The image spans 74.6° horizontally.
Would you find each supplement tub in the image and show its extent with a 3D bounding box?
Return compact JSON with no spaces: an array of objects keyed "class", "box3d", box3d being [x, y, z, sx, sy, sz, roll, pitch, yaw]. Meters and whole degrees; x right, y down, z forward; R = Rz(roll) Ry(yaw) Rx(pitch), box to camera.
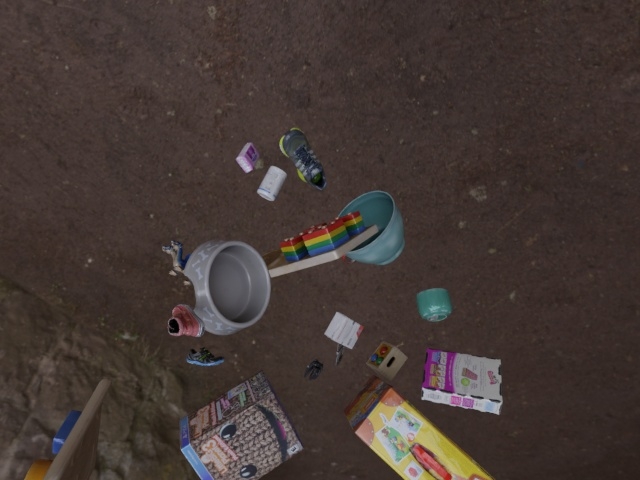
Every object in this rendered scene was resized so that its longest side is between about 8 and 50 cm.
[{"class":"supplement tub","box3d":[-0.171,-0.201,1.488,0.070,0.107,0.071,26,170,5]}]

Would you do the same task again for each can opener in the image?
[{"class":"can opener","box3d":[-0.037,0.555,1.788,0.059,0.073,0.186,36,146,3]}]

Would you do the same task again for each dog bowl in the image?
[{"class":"dog bowl","box3d":[-0.316,0.158,1.502,0.102,0.349,0.349,-12,134,35]}]

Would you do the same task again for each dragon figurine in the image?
[{"class":"dragon figurine","box3d":[-0.586,0.117,1.893,0.289,0.144,0.085,38,126,-24]}]

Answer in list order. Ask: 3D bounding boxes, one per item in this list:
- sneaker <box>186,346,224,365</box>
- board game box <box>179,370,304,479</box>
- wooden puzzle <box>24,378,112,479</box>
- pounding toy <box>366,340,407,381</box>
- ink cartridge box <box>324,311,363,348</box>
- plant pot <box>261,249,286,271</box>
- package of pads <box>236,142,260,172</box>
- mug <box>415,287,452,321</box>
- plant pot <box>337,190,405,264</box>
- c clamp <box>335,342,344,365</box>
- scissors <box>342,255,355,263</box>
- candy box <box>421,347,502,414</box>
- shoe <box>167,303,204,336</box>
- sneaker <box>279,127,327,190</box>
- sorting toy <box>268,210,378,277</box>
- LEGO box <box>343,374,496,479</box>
[{"class":"sneaker","box3d":[-0.533,0.536,1.943,0.187,0.078,0.067,2,168,18]},{"class":"board game box","box3d":[-0.238,0.588,1.273,0.290,0.141,0.232,-29,109,-12]},{"class":"wooden puzzle","box3d":[-0.606,0.551,0.981,0.080,0.322,0.348,16,107,-11]},{"class":"pounding toy","box3d":[0.286,0.495,1.851,0.094,0.181,0.206,43,167,-10]},{"class":"ink cartridge box","box3d":[0.090,0.339,1.584,0.056,0.099,0.135,24,170,43]},{"class":"plant pot","box3d":[-0.250,0.105,1.877,0.236,0.236,0.033,-21,108,24]},{"class":"package of pads","box3d":[-0.202,-0.233,1.175,0.031,0.083,0.050,-16,125,24]},{"class":"mug","box3d":[0.450,0.257,1.626,0.157,0.098,0.129,17,144,-32]},{"class":"plant pot","box3d":[0.215,-0.023,1.677,0.292,0.293,0.196,-26,129,27]},{"class":"c clamp","box3d":[0.109,0.605,2.276,0.022,0.138,0.160,10,180,16]},{"class":"scissors","box3d":[0.192,0.087,1.973,0.109,0.021,0.297,-50,146,5]},{"class":"candy box","box3d":[0.445,0.441,1.330,0.233,0.159,0.071,5,129,18]},{"class":"shoe","box3d":[-0.422,0.236,1.258,0.081,0.177,0.064,13,96,-44]},{"class":"sneaker","box3d":[-0.049,-0.302,1.577,0.111,0.121,0.300,-43,143,-1]},{"class":"sorting toy","box3d":[0.000,0.000,1.250,0.255,0.257,0.090,-18,97,37]},{"class":"LEGO box","box3d":[0.344,0.736,1.489,0.500,0.193,0.372,41,169,6]}]
